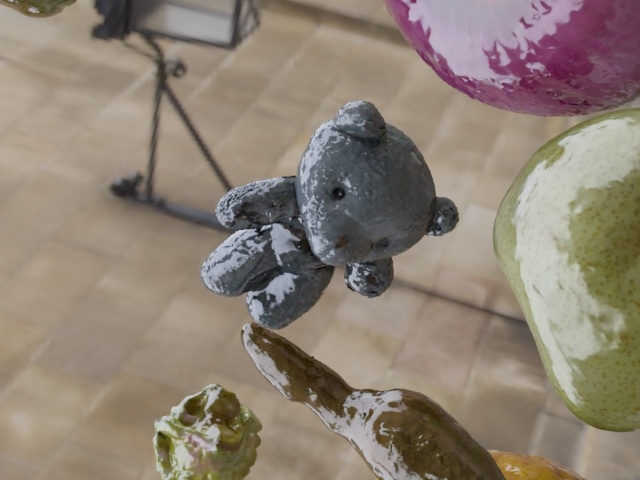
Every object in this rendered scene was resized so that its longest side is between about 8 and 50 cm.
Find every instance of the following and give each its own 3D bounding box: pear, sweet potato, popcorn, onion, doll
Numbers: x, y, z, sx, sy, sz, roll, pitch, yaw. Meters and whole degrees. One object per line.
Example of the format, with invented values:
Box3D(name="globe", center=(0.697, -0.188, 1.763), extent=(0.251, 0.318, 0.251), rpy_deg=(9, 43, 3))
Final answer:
Box3D(name="pear", center=(0.172, 0.016, 0.729), extent=(0.167, 0.136, 0.167), rpy_deg=(61, -169, -20))
Box3D(name="sweet potato", center=(0.053, 0.143, 1.018), extent=(0.075, 0.269, 0.075), rpy_deg=(-52, -14, -19))
Box3D(name="popcorn", center=(-0.141, 0.258, 1.689), extent=(0.145, 0.125, 0.126), rpy_deg=(-45, -40, -17))
Box3D(name="onion", center=(0.162, -0.270, 1.090), extent=(0.358, 0.345, 0.358), rpy_deg=(164, 90, -79))
Box3D(name="doll", center=(0.002, 0.003, 1.594), extent=(0.340, 0.246, 0.158), rpy_deg=(-41, 27, 24))

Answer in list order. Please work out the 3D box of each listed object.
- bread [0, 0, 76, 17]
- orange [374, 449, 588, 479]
Box3D(name="bread", center=(-0.321, -0.445, 1.642), extent=(0.210, 0.300, 0.341), rpy_deg=(-47, -32, -72))
Box3D(name="orange", center=(0.121, 0.342, 1.112), extent=(0.340, 0.293, 0.341), rpy_deg=(176, 90, -84))
